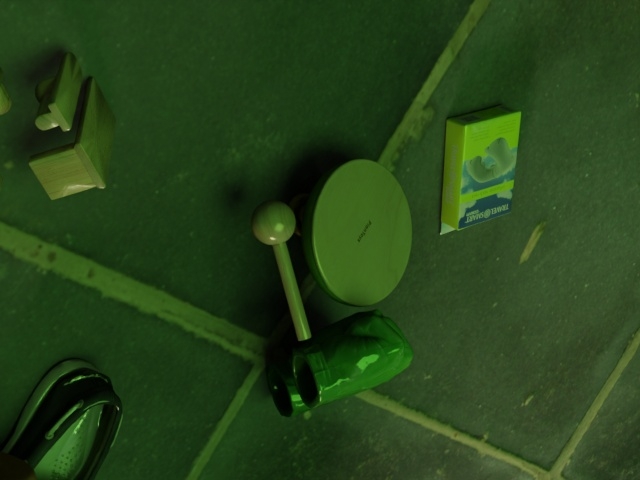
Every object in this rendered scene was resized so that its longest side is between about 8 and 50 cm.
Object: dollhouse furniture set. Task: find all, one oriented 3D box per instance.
[{"bbox_3d":[-0.310,-0.124,1.084,0.151,0.123,0.144,-15,129,9],"label":"dollhouse furniture set"}]

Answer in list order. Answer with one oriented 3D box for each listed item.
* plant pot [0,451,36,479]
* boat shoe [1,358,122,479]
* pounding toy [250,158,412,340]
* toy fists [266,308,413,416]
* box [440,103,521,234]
[{"bbox_3d":[-0.404,0.324,1.092,0.290,0.291,0.204,9,89,-42],"label":"plant pot"},{"bbox_3d":[-0.326,0.286,1.241,0.114,0.091,0.303,17,101,-43],"label":"boat shoe"},{"bbox_3d":[0.000,0.000,1.342,0.237,0.110,0.183,-28,110,-41],"label":"pounding toy"},{"bbox_3d":[0.024,0.153,1.366,0.142,0.279,0.096,-17,80,-18],"label":"toy fists"},{"bbox_3d":[0.224,-0.094,1.524,0.109,0.042,0.178,-17,121,-31],"label":"box"}]
